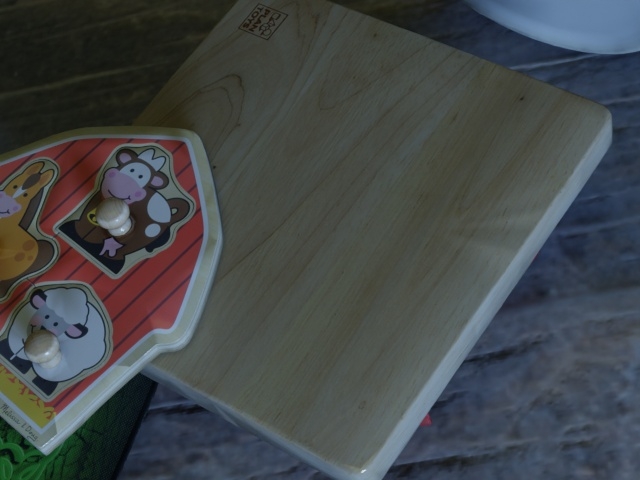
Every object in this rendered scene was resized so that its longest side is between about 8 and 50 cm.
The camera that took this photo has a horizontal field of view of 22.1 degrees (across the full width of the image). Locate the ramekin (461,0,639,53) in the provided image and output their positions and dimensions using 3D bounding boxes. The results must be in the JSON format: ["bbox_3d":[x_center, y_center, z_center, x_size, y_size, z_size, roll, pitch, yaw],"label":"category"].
[{"bbox_3d":[0.147,-0.199,0.974,0.207,0.207,0.109,19,74,26],"label":"ramekin"}]

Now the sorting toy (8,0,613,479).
[{"bbox_3d":[0.000,0.000,0.951,0.255,0.089,0.257,25,66,29],"label":"sorting toy"}]

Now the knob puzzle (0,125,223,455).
[{"bbox_3d":[-0.140,0.000,0.915,0.213,0.030,0.213,-8,54,11],"label":"knob puzzle"}]

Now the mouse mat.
[{"bbox_3d":[-0.182,0.115,0.986,0.153,0.007,0.189,10,63,22],"label":"mouse mat"}]
